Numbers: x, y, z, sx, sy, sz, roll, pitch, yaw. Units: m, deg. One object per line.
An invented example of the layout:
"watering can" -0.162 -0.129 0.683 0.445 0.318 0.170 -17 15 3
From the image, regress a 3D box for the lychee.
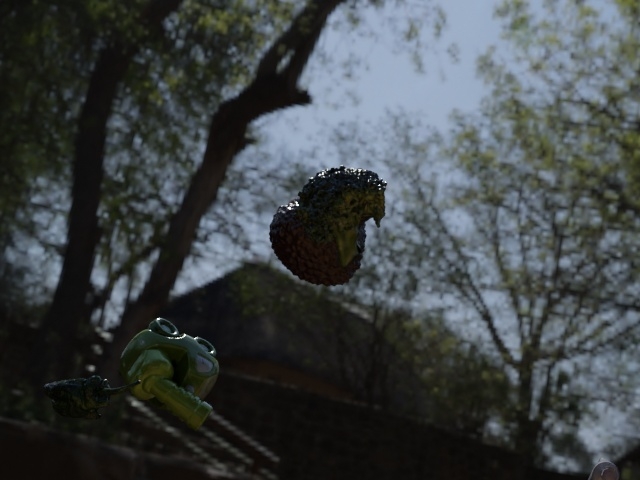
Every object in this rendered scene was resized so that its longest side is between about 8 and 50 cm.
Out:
"lychee" 0.000 0.000 2.026 0.188 0.188 0.188 11 -15 3

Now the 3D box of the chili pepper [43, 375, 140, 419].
"chili pepper" -0.393 0.262 1.857 0.122 0.065 0.279 5 -13 -24

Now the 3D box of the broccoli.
"broccoli" 0.038 -0.040 1.774 0.155 0.160 0.167 -13 16 4

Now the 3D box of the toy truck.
"toy truck" -0.287 0.257 2.115 0.187 0.148 0.210 35 16 -14

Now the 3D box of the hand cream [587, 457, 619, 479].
"hand cream" 0.548 0.460 2.193 0.053 0.084 0.142 30 -11 8
